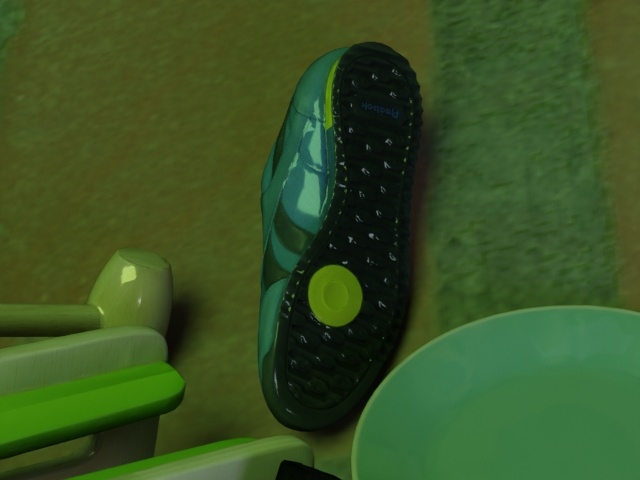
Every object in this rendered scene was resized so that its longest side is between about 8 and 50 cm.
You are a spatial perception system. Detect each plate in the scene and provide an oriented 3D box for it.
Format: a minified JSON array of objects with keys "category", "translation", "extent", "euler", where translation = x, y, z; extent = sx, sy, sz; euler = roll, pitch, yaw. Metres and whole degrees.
[{"category":"plate","translation":[0.107,0.096,0.679],"extent":[0.188,0.024,0.188],"euler":[-6,36,4]}]

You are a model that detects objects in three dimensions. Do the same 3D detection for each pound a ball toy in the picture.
[{"category":"pound a ball toy","translation":[-0.158,0.119,0.695],"extent":[0.208,0.319,0.135],"euler":[32,120,41]}]

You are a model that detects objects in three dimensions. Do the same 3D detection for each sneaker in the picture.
[{"category":"sneaker","translation":[0.000,0.000,0.809],"extent":[0.082,0.069,0.209],"euler":[-20,56,57]}]

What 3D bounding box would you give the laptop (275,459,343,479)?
[{"category":"laptop","translation":[0.024,0.222,0.501],"extent":[0.264,0.136,0.234],"euler":[18,92,34]}]
